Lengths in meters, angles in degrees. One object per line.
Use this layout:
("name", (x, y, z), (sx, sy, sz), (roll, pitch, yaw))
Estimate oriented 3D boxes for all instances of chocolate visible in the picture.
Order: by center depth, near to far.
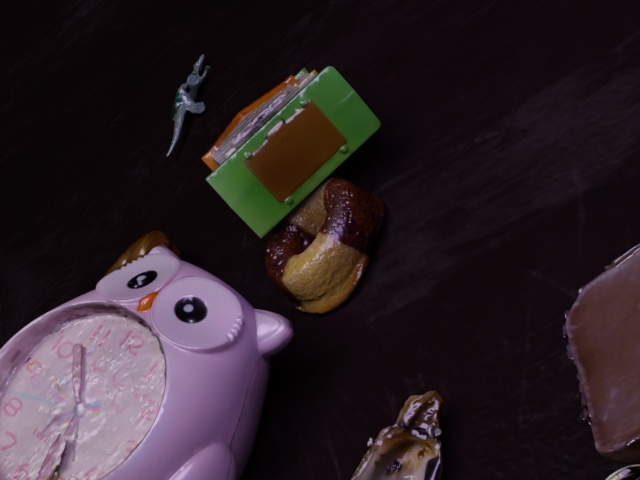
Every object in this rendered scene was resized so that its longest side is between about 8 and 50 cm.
("chocolate", (0.320, 0.106, 1.118), (0.161, 0.083, 0.261), (-37, 24, 25))

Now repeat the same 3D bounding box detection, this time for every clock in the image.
("clock", (-0.224, 0.209, 1.473), (0.368, 0.250, 0.376), (28, 71, 35))
("clock", (-0.056, -0.135, 1.648), (0.220, 0.106, 0.255), (-43, 15, -1))

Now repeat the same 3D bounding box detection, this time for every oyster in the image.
("oyster", (0.067, 0.320, 1.253), (0.129, 0.078, 0.345), (9, 66, 27))

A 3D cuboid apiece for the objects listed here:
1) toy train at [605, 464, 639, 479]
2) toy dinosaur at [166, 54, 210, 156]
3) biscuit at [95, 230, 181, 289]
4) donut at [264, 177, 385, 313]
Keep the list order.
("toy train", (0.277, 0.260, 1.033), (0.204, 0.131, 0.083), (-48, 42, 27))
("toy dinosaur", (-0.231, -0.230, 2.009), (0.106, 0.044, 0.187), (20, 90, 65))
("biscuit", (-0.281, 0.086, 1.760), (0.220, 0.066, 0.220), (-42, 24, 24))
("donut", (0.000, 0.000, 1.560), (0.166, 0.073, 0.184), (22, 78, 55))
